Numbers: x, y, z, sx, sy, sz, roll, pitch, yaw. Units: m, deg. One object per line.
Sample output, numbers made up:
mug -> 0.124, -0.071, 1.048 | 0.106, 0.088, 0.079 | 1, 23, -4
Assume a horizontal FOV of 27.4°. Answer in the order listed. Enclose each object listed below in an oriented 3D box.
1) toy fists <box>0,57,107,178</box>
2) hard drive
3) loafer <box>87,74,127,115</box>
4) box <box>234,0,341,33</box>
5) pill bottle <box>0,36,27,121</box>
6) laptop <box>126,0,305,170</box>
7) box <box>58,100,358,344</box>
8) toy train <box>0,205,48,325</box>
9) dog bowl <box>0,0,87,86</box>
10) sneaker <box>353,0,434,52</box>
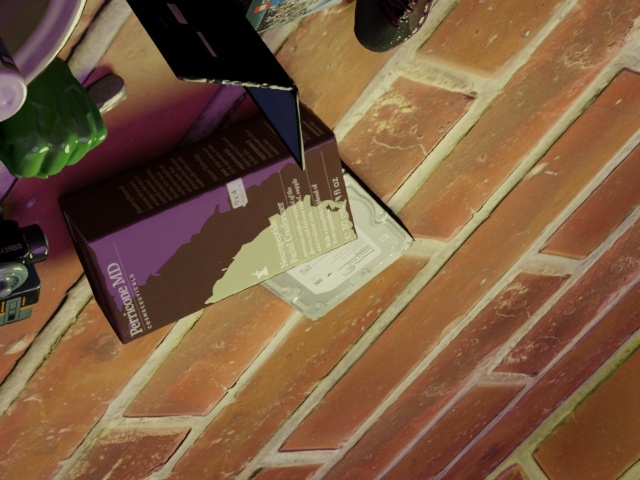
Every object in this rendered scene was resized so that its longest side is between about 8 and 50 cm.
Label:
toy fists -> -0.389, -0.131, 1.539 | 0.279, 0.142, 0.096 | -9, 141, -35
hard drive -> 0.000, 0.000, 2.167 | 0.237, 0.064, 0.339 | -37, 150, 7
loafer -> -0.300, -0.164, 1.677 | 0.125, 0.045, 0.039 | -33, 156, -7
box -> -0.027, -0.323, 1.605 | 0.159, 0.044, 0.233 | -23, 175, -16
pill bottle -> -0.333, -0.174, 1.262 | 0.067, 0.120, 0.067 | -24, 148, -16
laptop -> -0.139, -0.213, 1.569 | 0.264, 0.234, 0.136 | -1, 136, -44
box -> -0.153, -0.031, 1.860 | 0.381, 0.143, 0.191 | -24, 127, -13
toy train -> -0.518, 0.066, 1.712 | 0.334, 0.142, 0.190 | -18, 155, -25
dog bowl -> -0.435, -0.282, 1.281 | 0.408, 0.150, 0.408 | -23, 147, -16
sneaker -> 0.092, -0.330, 1.678 | 0.162, 0.106, 0.281 | -42, 172, -46
